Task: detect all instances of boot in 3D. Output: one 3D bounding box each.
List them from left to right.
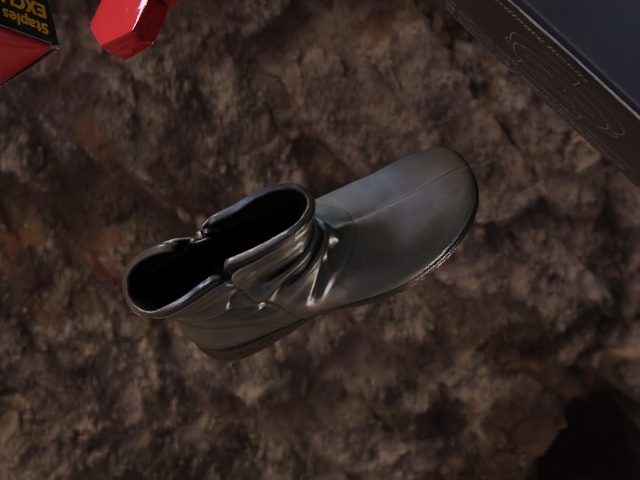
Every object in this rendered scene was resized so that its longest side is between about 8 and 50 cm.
[{"bbox_3d":[0.000,0.000,0.702,0.246,0.083,0.161,-31,-17,-2],"label":"boot"}]

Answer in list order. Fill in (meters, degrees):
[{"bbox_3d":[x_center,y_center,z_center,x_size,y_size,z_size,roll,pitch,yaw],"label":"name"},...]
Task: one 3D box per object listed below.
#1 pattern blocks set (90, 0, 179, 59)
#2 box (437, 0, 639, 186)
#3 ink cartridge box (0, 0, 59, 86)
[{"bbox_3d":[-0.070,-0.282,0.631,0.325,0.285,0.026,-51,-41,6],"label":"pattern blocks set"},{"bbox_3d":[0.267,-0.202,0.873,0.293,0.395,0.212,43,-81,-1],"label":"box"},{"bbox_3d":[-0.328,-0.188,0.659,0.130,0.272,0.309,-26,-20,28],"label":"ink cartridge box"}]
